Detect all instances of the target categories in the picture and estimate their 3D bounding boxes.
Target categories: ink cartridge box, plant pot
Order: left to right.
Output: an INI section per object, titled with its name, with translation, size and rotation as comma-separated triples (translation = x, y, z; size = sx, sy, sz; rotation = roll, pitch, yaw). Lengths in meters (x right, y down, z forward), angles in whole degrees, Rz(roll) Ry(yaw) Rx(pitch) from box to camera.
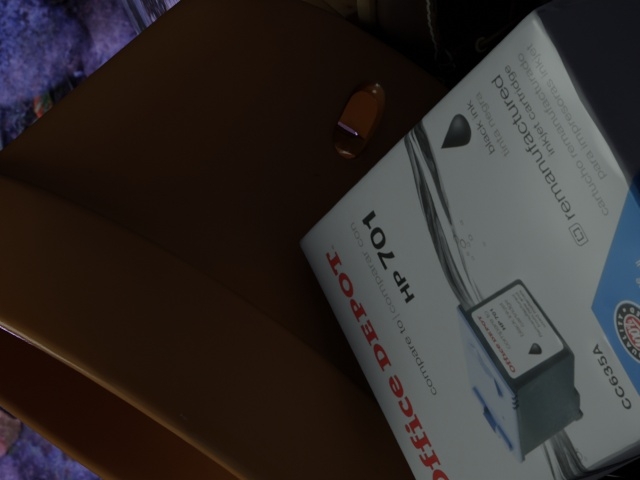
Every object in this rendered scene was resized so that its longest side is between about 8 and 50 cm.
[plant pot]
translation = -0.037, 0.017, 0.847
size = 0.291, 0.203, 0.291
rotation = 30, 164, 9
[ink cartridge box]
translation = 0.088, 0.012, 0.648
size = 0.139, 0.082, 0.191
rotation = 63, 146, 12

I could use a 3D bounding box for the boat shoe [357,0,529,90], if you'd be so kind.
[boat shoe]
translation = 0.063, -0.098, 0.826
size = 0.073, 0.073, 0.207
rotation = 22, 161, 17

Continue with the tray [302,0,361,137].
[tray]
translation = 0.006, -0.114, 1.144
size = 0.202, 0.076, 0.411
rotation = 68, 172, -27

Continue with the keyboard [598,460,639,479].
[keyboard]
translation = 0.134, 0.117, 0.808
size = 0.100, 0.038, 0.192
rotation = 36, 175, -39

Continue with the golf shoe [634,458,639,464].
[golf shoe]
translation = 0.139, 0.123, 0.973
size = 0.094, 0.077, 0.198
rotation = 57, 171, 47
